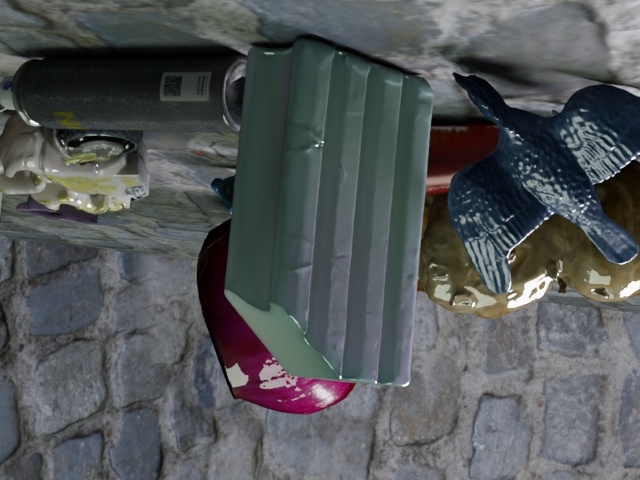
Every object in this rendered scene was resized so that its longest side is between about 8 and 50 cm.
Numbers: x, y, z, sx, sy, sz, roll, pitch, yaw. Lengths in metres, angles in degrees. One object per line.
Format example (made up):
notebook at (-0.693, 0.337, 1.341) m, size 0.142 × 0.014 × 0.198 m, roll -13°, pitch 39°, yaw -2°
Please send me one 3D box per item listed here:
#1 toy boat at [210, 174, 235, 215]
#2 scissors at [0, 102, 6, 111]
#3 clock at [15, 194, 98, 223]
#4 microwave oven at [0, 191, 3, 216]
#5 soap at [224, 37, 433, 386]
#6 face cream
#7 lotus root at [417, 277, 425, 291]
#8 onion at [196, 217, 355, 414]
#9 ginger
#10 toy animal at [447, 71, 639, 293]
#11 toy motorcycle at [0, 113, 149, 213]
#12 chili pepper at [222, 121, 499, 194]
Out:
toy boat at (-0.073, -0.075, 1.852) m, size 0.215 × 0.088 × 0.102 m, roll 3°, pitch 139°, yaw 41°
scissors at (-0.445, -0.150, 1.607) m, size 0.176 × 0.085 × 0.022 m, roll -12°, pitch 136°, yaw 33°
clock at (-0.491, -0.069, 2.456) m, size 0.110 × 0.050 × 0.152 m, roll 4°, pitch 173°, yaw 25°
microwave oven at (-0.663, -0.025, 1.945) m, size 0.354 × 0.287 × 0.218 m, roll 2°, pitch 173°, yaw 29°
soap at (0.007, -0.020, 1.181) m, size 0.172 × 0.290 × 0.095 m, roll 11°, pitch 171°, yaw -43°
face cream at (-0.193, -0.143, 1.275) m, size 0.283 × 0.073 × 0.073 m, roll 4°, pitch 174°, yaw 28°
lotus root at (0.179, 0.020, 2.141) m, size 0.241 × 0.124 × 0.123 m, roll 5°, pitch -156°, yaw 9°
onion at (0.004, 0.108, 2.326) m, size 0.420 × 0.399 × 0.398 m, roll -16°, pitch 171°, yaw 7°
ginger at (0.259, -0.017, 1.474) m, size 0.375 × 0.176 × 0.256 m, roll 0°, pitch -154°, yaw 20°
toy animal at (0.206, -0.063, 1.207) m, size 0.255 × 0.239 × 0.176 m, roll 47°, pitch -157°, yaw -5°
toy motorcycle at (-0.329, -0.098, 1.689) m, size 0.222 × 0.108 × 0.341 m, roll -1°, pitch 168°, yaw -3°
chili pepper at (0.077, -0.103, 1.387) m, size 0.368 × 0.092 × 0.137 m, roll 0°, pitch 155°, yaw 4°
